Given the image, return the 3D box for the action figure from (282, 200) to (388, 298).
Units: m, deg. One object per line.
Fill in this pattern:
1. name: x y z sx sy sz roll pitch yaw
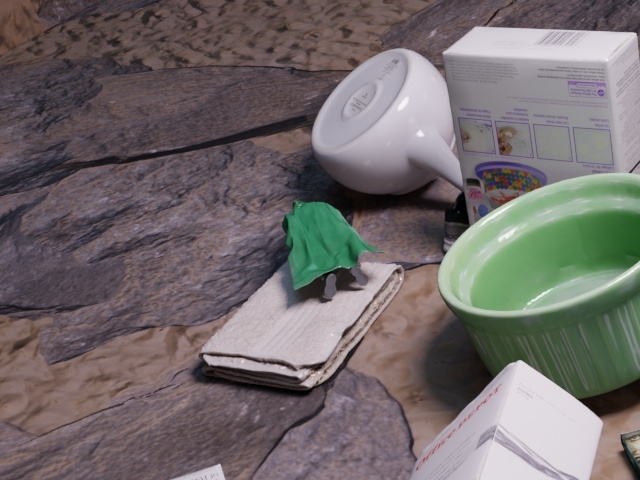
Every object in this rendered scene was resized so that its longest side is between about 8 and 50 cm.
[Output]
1. action figure: 0.000 0.000 2.029 0.137 0.063 0.232 -17 31 -8

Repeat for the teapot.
1. teapot: 0.119 -0.163 2.255 0.252 0.187 0.256 -26 35 36

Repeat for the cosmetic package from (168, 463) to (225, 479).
1. cosmetic package: -0.211 0.332 1.611 0.239 0.060 0.099 -17 29 -7

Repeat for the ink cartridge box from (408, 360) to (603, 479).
1. ink cartridge box: 0.151 0.280 1.387 0.117 0.207 0.283 36 37 -3

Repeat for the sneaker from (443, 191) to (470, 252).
1. sneaker: 0.239 -0.047 2.095 0.170 0.075 0.063 -32 34 -32

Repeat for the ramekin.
1. ramekin: 0.309 0.059 1.750 0.303 0.148 0.303 -21 25 10

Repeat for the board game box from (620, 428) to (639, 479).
1. board game box: 0.435 0.231 1.565 0.186 0.026 0.126 -14 29 -2

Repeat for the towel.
1. towel: -0.025 0.104 1.961 0.187 0.049 0.282 5 33 29

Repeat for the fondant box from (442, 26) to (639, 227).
1. fondant box: 0.309 -0.114 1.920 0.238 0.330 0.096 8 33 34
